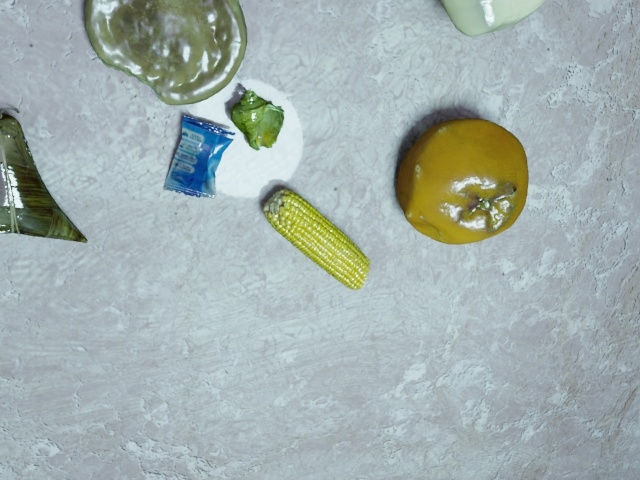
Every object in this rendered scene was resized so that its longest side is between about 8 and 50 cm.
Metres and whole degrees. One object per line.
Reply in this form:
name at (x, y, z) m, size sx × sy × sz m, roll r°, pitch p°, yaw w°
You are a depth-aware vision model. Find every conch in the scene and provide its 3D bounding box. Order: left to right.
conch at (-0.100, -0.197, 0.837) m, size 0.089 × 0.074 × 0.121 m, roll -3°, pitch 137°, yaw 7°

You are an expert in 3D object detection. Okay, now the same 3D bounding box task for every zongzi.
zongzi at (-0.433, -0.093, 0.778) m, size 0.184 × 0.084 × 0.187 m, roll 11°, pitch 104°, yaw -36°

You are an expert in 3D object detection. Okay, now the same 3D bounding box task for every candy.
candy at (-0.203, -0.132, 0.853) m, size 0.088 × 0.038 × 0.136 m, roll 15°, pitch 115°, yaw -19°

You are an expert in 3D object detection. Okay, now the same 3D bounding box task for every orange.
orange at (0.267, -0.107, 0.933) m, size 0.248 × 0.183 × 0.249 m, roll -7°, pitch 115°, yaw -16°

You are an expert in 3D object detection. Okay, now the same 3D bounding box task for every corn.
corn at (0.000, 0.000, 0.946) m, size 0.248 × 0.081 × 0.081 m, roll 40°, pitch 95°, yaw -26°

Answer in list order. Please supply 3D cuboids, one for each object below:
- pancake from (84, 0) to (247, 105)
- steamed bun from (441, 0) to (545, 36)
pancake at (-0.228, -0.320, 0.766) m, size 0.222 × 0.042 × 0.236 m, roll -37°, pitch 116°, yaw 3°
steamed bun at (0.281, -0.457, 0.813) m, size 0.250 × 0.154 × 0.200 m, roll -41°, pitch 121°, yaw -6°
